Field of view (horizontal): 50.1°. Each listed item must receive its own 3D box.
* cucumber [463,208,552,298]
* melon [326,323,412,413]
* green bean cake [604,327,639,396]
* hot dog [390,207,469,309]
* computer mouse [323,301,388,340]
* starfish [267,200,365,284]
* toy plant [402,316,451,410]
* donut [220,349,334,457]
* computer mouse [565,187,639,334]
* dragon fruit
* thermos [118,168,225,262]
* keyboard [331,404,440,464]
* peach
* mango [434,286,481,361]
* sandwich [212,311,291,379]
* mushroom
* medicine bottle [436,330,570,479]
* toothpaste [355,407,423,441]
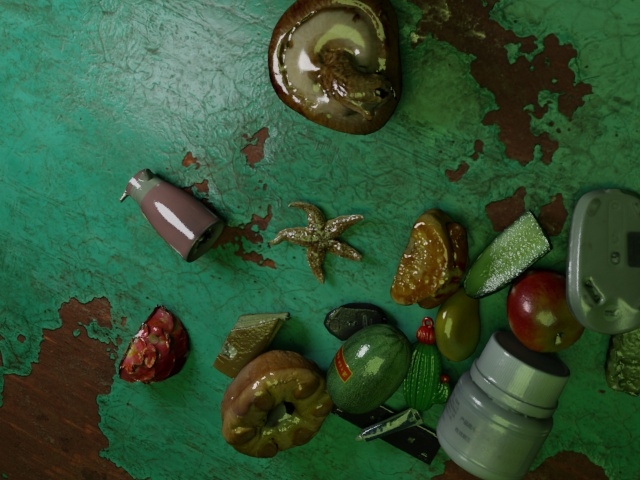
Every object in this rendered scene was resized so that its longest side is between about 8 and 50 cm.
[{"bbox_3d":[0.445,0.050,1.644,0.244,0.063,0.115,-42,57,19],"label":"cucumber"},{"bbox_3d":[0.117,0.335,1.749,0.182,0.182,0.288,36,112,3],"label":"melon"},{"bbox_3d":[0.777,0.259,1.596,0.200,0.113,0.214,4,108,14],"label":"green bean cake"},{"bbox_3d":[0.279,0.060,1.669,0.153,0.150,0.257,25,112,19],"label":"hot dog"},{"bbox_3d":[0.094,0.211,1.814,0.172,0.057,0.099,-4,105,4],"label":"computer mouse"},{"bbox_3d":[0.000,0.000,1.772,0.277,0.062,0.236,-16,102,18],"label":"starfish"},{"bbox_3d":[0.256,0.325,1.785,0.154,0.088,0.240,-17,90,37],"label":"toy plant"},{"bbox_3d":[-0.121,0.440,1.840,0.317,0.150,0.299,-24,132,-2],"label":"donut"},{"bbox_3d":[0.653,0.047,1.545,0.197,0.095,0.331,6,83,0],"label":"computer mouse"},{"bbox_3d":[-0.473,0.321,1.974,0.189,0.163,0.262,15,112,-18],"label":"dragon fruit"},{"bbox_3d":[-0.404,-0.071,1.835,0.265,0.146,0.176,39,138,10],"label":"thermos"},{"bbox_3d":[0.180,0.508,1.893,0.317,0.027,0.106,27,108,7],"label":"keyboard"},{"bbox_3d":[0.533,0.164,1.634,0.190,0.192,0.190,-4,136,-4],"label":"peach"},{"bbox_3d":[0.342,0.210,1.714,0.122,0.085,0.191,-6,97,-16],"label":"mango"},{"bbox_3d":[-0.191,0.270,1.880,0.128,0.122,0.236,32,110,1],"label":"sandwich"},{"bbox_3d":[0.042,-0.405,1.528,0.345,0.259,0.346,4,107,14],"label":"mushroom"},{"bbox_3d":[0.445,0.401,1.664,0.245,0.245,0.306,25,107,8],"label":"medicine bottle"},{"bbox_3d":[0.182,0.506,1.860,0.197,0.035,0.057,-26,100,15],"label":"toothpaste"}]
